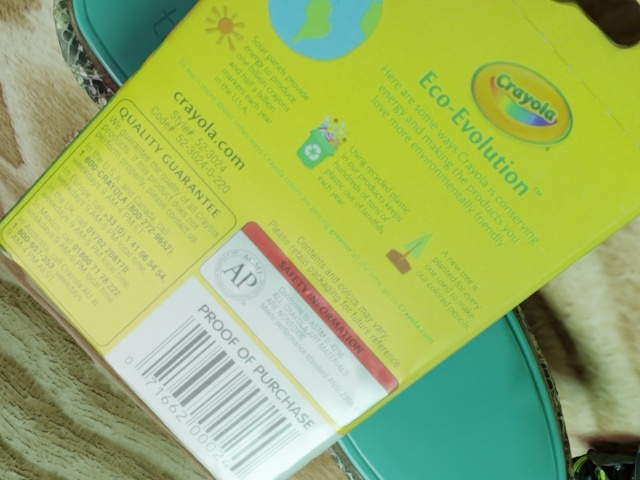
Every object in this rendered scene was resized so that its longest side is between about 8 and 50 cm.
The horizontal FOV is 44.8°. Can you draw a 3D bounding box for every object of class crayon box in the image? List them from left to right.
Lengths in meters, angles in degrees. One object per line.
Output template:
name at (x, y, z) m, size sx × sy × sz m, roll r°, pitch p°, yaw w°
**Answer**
crayon box at (0.015, -0.036, 0.384) m, size 0.318 × 0.081 × 0.202 m, roll -40°, pitch 93°, yaw 20°

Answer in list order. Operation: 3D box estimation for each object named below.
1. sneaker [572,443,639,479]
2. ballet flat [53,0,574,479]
sneaker at (0.210, 0.183, 0.553) m, size 0.078 × 0.067 × 0.188 m, roll 29°, pitch 152°, yaw 19°
ballet flat at (0.000, 0.000, 0.547) m, size 0.482 × 0.164 × 0.182 m, roll 54°, pitch 175°, yaw -3°
